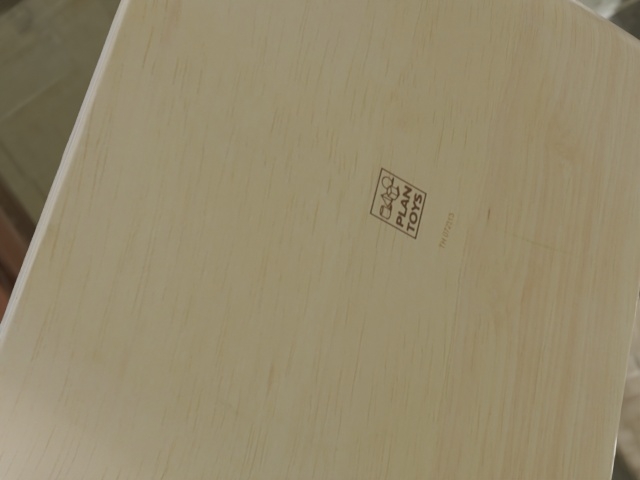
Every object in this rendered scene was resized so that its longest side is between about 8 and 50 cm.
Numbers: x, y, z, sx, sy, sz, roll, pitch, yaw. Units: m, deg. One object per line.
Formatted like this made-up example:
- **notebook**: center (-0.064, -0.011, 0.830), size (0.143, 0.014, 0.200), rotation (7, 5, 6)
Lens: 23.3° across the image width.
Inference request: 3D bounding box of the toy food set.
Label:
- **toy food set**: center (0.000, 0.000, 0.548), size (0.220, 0.092, 0.306), rotation (28, -122, -24)
